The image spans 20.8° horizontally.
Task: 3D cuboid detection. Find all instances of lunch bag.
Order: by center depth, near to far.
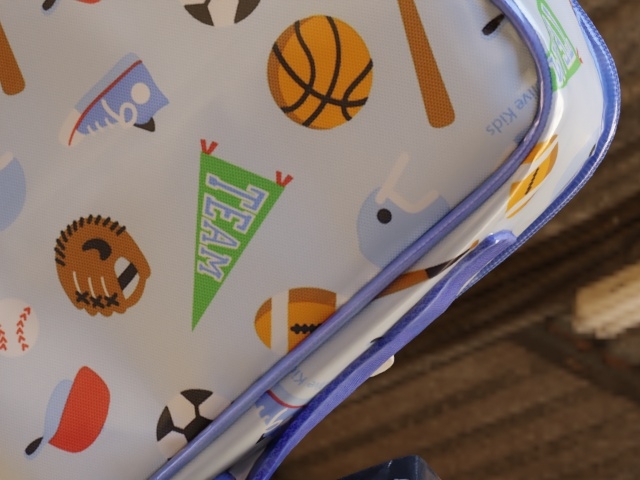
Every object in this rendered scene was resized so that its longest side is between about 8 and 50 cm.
[{"bbox_3d":[-0.051,-0.031,0.671,0.303,0.243,0.115,-42,-12,21],"label":"lunch bag"}]

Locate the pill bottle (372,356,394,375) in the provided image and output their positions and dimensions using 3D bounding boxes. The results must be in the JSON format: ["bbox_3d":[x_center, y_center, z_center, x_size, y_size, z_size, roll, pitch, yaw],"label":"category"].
[{"bbox_3d":[0.000,0.000,0.978,0.086,0.152,0.086,-6,-20,-2],"label":"pill bottle"}]

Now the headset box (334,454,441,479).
[{"bbox_3d":[0.041,0.273,0.651,0.131,0.283,0.246,-25,-58,19],"label":"headset box"}]
